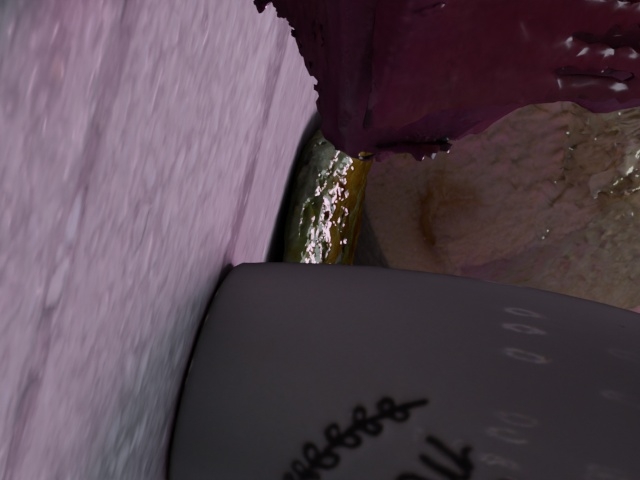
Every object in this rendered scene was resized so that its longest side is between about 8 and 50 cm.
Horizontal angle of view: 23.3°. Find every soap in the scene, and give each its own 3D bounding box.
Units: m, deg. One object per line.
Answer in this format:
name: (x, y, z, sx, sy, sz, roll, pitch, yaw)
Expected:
soap: (0.050, -0.138, 0.493, 0.289, 0.182, 0.112, -70, 168, -48)

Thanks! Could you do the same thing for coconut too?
coconut: (0.159, -0.050, 1.276, 0.297, 0.310, 0.297, 55, 23, -36)

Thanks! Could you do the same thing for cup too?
cup: (0.043, 0.138, 0.829, 0.186, 0.234, 0.258, -64, 165, -65)

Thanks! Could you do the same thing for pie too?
pie: (0.000, 0.000, 1.048, 0.187, 0.041, 0.186, 16, 90, -84)
